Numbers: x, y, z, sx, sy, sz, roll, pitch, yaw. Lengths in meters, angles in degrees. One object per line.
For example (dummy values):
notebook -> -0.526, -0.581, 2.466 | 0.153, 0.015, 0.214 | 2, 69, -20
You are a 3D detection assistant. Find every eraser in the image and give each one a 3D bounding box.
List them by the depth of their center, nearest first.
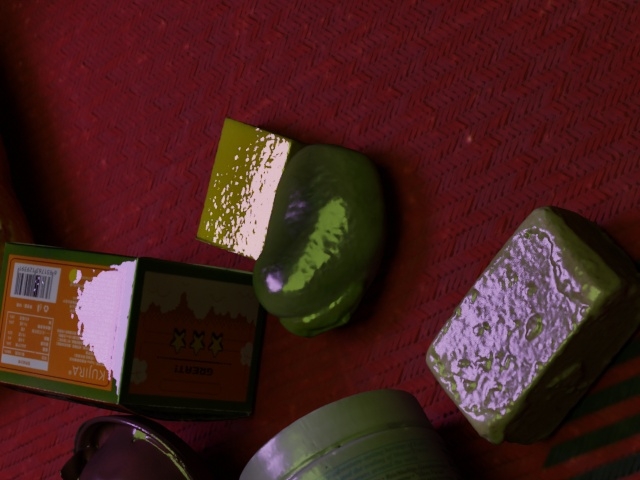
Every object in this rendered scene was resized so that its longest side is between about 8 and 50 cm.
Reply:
eraser -> -0.062, -0.046, 1.804 | 0.097, 0.045, 0.122 | 22, 98, 40

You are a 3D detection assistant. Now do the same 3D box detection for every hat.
hat -> -0.172, 0.256, 1.783 | 0.205, 0.089, 0.205 | 26, 133, 32

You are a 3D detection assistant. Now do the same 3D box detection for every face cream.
face cream -> 0.039, 0.235, 1.584 | 0.177, 0.177, 0.153 | -44, 59, 28

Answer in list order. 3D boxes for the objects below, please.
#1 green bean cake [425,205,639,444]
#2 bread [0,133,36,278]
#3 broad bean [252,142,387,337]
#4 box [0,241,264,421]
green bean cake -> 0.178, 0.071, 1.549 | 0.179, 0.085, 0.109 | -55, 51, 20
bread -> -0.422, -0.034, 2.043 | 0.236, 0.165, 0.375 | -38, 60, 36
broad bean -> 0.000, 0.000, 1.717 | 0.124, 0.082, 0.174 | 19, 95, 32
box -> -0.183, 0.088, 1.803 | 0.195, 0.177, 0.148 | 5, 86, 42
